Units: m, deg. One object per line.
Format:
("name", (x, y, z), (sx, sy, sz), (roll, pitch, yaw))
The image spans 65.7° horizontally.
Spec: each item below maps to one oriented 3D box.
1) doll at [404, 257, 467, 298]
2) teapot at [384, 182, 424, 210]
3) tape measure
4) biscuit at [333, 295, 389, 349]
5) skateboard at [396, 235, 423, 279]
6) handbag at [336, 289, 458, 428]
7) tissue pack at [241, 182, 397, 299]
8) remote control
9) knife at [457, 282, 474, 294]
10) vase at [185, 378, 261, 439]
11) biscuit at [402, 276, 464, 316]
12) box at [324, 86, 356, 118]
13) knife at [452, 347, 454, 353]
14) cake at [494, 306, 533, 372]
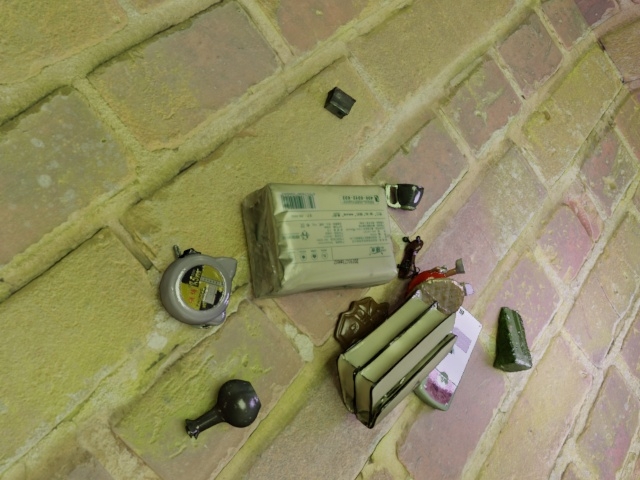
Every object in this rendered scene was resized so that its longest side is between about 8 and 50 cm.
("doll", (0.367, 0.151, 1.603), (0.218, 0.085, 0.183), (-20, 126, -5))
("teapot", (0.278, -0.144, 1.654), (0.092, 0.124, 0.090), (9, 90, -70))
("tape measure", (-0.311, 0.115, 1.240), (0.179, 0.105, 0.195), (25, 69, -31))
("biscuit", (0.145, 0.260, 1.504), (0.215, 0.034, 0.182), (-45, 103, -29))
("skateboard", (0.300, 0.062, 1.629), (0.080, 0.067, 0.151), (31, 71, -32))
("handbag", (0.227, 0.345, 1.422), (0.359, 0.160, 0.236), (-34, 139, -28))
("tissue pack", (0.000, 0.000, 1.376), (0.381, 0.207, 0.296), (0, 77, -30))
("remote control", (0.419, 0.378, 1.625), (0.145, 0.050, 0.344), (42, 63, -15))
("knife", (0.453, 0.167, 1.711), (0.231, 0.028, 0.059), (8, 87, -31))
("vase", (-0.240, 0.420, 1.210), (0.183, 0.120, 0.120), (-26, 93, -18))
("biscuit", (0.354, 0.201, 1.558), (0.220, 0.219, 0.033), (16, 28, -26))
("box", (0.059, -0.441, 1.597), (0.085, 0.060, 0.063), (31, 74, -21))
("knife", (0.424, 0.324, 1.607), (0.014, 0.005, 0.090), (-7, 83, -29))
("cake", (0.679, 0.360, 1.791), (0.100, 0.099, 0.235), (23, 48, -23))
